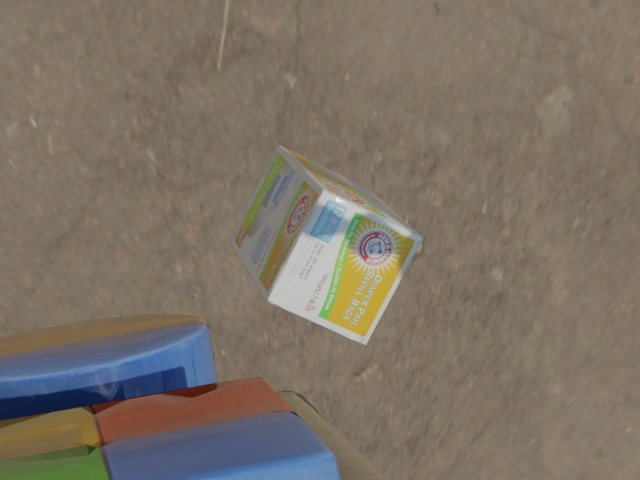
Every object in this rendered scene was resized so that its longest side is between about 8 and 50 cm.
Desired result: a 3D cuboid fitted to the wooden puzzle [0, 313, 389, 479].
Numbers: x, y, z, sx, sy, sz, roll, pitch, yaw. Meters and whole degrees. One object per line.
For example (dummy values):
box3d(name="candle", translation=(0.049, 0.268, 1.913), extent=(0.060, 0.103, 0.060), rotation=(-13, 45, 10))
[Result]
box3d(name="wooden puzzle", translation=(-0.133, 0.083, 0.392), extent=(0.322, 0.348, 0.080), rotation=(-10, 93, -12))

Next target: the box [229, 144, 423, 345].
box3d(name="box", translation=(0.000, 0.000, 1.339), extent=(0.103, 0.203, 0.114), rotation=(25, 98, -18))
